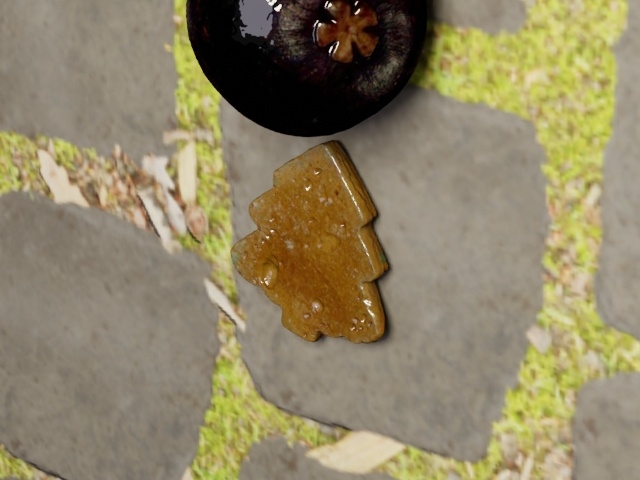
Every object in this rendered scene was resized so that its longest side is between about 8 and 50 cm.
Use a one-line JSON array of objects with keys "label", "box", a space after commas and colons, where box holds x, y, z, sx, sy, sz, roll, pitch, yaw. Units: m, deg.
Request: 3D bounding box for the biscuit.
[{"label": "biscuit", "box": [0.000, 0.000, 1.147, 0.119, 0.019, 0.130, 29, 125, 29]}]

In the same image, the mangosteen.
[{"label": "mangosteen", "box": [-0.013, -0.127, 1.047, 0.151, 0.137, 0.137, -136, 38, -66]}]
